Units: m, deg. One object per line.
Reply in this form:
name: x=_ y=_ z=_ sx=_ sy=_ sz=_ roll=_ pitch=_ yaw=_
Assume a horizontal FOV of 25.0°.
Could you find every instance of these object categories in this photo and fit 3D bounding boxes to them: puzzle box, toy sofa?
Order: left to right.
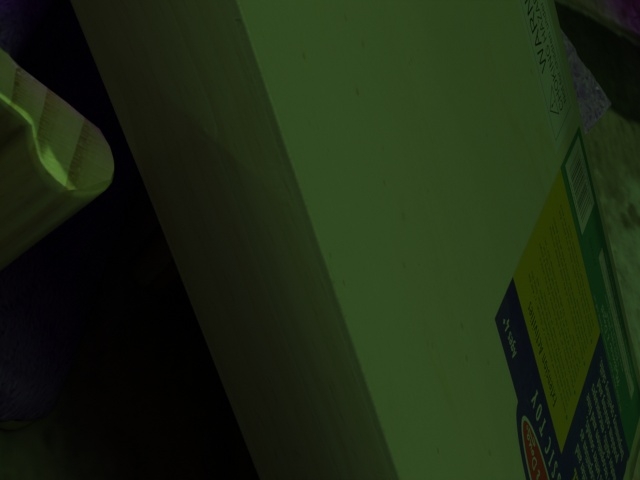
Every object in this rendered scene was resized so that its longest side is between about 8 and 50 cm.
toy sofa: x=-0.082 y=-0.121 z=0.542 sx=0.177 sy=0.150 sz=0.362 roll=40 pitch=44 yaw=-20
puzzle box: x=0.038 y=-0.016 z=0.528 sx=0.272 sy=0.052 sz=0.408 roll=-57 pitch=135 yaw=-53

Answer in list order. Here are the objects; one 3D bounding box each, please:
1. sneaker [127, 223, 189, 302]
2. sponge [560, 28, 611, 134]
sneaker: x=0.000 y=0.000 z=0.595 sx=0.071 sy=0.066 sz=0.188 roll=49 pitch=31 yaw=10
sponge: x=0.076 y=-0.135 z=0.803 sx=0.210 sy=0.031 sz=0.117 roll=53 pitch=39 yaw=-4
